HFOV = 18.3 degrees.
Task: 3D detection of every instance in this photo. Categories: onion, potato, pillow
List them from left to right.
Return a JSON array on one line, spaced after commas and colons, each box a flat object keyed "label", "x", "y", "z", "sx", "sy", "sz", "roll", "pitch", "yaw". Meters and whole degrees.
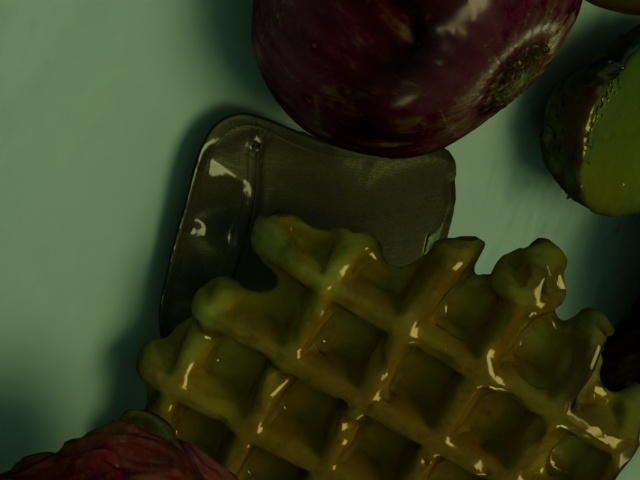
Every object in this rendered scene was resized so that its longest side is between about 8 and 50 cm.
[{"label": "pillow", "x": -0.001, "y": 0.000, "z": 1.062, "sx": 0.217, "sy": 0.033, "sz": 0.130, "roll": 1, "pitch": 106, "yaw": -49}, {"label": "onion", "x": 0.047, "y": -0.122, "z": 0.974, "sx": 0.177, "sy": 0.153, "sz": 0.177, "roll": -29, "pitch": 132, "yaw": -37}, {"label": "potato", "x": 0.194, "y": -0.086, "z": 1.246, "sx": 0.198, "sy": 0.054, "sz": 0.119, "roll": -41, "pitch": 134, "yaw": -38}]

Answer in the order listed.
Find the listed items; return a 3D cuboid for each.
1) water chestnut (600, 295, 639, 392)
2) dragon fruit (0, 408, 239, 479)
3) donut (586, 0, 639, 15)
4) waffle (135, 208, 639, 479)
[{"label": "water chestnut", "x": 0.302, "y": 0.060, "z": 1.314, "sx": 0.300, "sy": 0.300, "sz": 0.300, "roll": -25, "pitch": 124, "yaw": -42}, {"label": "dragon fruit", "x": -0.125, "y": 0.240, "z": 0.872, "sx": 0.315, "sy": 0.250, "sz": 0.250, "roll": -44, "pitch": 136, "yaw": -18}, {"label": "donut", "x": 0.277, "y": -0.218, "z": 1.064, "sx": 0.360, "sy": 0.360, "sz": 0.170, "roll": -24, "pitch": 110, "yaw": -43}, {"label": "waffle", "x": 0.033, "y": 0.128, "z": 0.990, "sx": 0.065, "sy": 0.283, "sz": 0.309, "roll": -73, "pitch": 146, "yaw": -68}]
